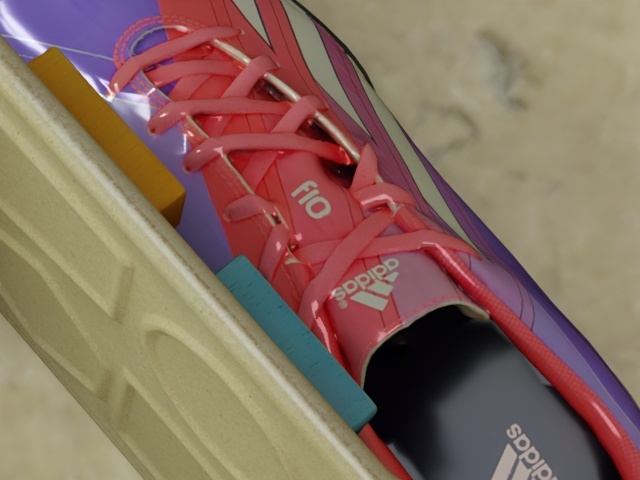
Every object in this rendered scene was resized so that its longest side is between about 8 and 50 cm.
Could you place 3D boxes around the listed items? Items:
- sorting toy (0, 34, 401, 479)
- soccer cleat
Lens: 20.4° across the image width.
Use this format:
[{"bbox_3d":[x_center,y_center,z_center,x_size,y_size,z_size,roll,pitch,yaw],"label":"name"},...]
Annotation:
[{"bbox_3d":[-0.050,0.027,0.527,0.208,0.193,0.038,43,69,7],"label":"sorting toy"},{"bbox_3d":[0.000,0.000,0.560,0.109,0.116,0.318,-40,81,-5],"label":"soccer cleat"}]
